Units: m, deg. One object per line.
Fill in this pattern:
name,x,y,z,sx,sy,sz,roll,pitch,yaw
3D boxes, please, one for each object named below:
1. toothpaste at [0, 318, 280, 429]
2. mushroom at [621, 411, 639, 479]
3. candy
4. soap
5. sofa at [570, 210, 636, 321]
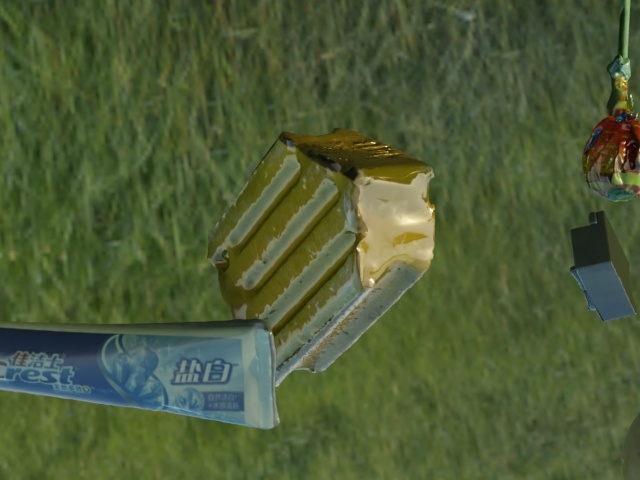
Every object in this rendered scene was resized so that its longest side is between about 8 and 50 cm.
toothpaste,-0.158,0.085,0.920,0.269,0.069,0.047,3,165,15
mushroom,0.457,0.254,1.502,0.227,0.226,0.178,-12,133,8
candy,0.224,-0.125,0.979,0.061,0.200,0.060,4,167,1
soap,0.000,0.000,1.116,0.080,0.160,0.257,-11,158,-33
sofa,0.361,0.035,1.719,0.060,0.085,0.147,-13,145,21
